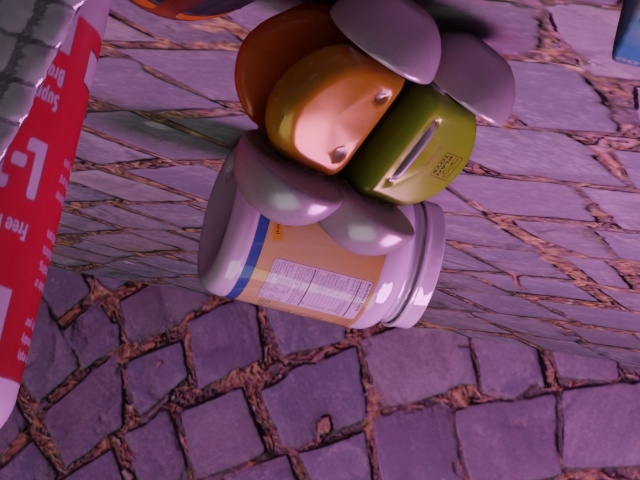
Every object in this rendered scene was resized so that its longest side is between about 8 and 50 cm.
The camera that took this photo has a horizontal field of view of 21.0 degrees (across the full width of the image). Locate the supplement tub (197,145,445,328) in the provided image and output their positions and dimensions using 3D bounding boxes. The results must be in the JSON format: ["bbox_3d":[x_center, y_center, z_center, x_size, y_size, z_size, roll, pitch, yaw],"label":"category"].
[{"bbox_3d":[0.000,0.000,1.589,0.200,0.144,0.144,14,171,-15],"label":"supplement tub"}]

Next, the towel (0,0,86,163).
[{"bbox_3d":[-0.208,-0.141,0.660,0.235,0.283,0.121,21,-167,-28],"label":"towel"}]

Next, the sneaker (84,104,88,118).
[{"bbox_3d":[-0.326,-0.126,1.390,0.276,0.097,0.135,10,173,21],"label":"sneaker"}]

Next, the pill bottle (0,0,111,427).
[{"bbox_3d":[-0.281,-0.008,1.079,0.229,0.407,0.229,11,171,2],"label":"pill bottle"}]

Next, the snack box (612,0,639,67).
[{"bbox_3d":[0.296,-0.085,0.742,0.322,0.060,0.187,14,175,5],"label":"snack box"}]

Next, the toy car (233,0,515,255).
[{"bbox_3d":[0.020,-0.089,1.112,0.182,0.159,0.136,21,-158,-46],"label":"toy car"}]

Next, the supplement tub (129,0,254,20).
[{"bbox_3d":[-0.048,-0.161,0.806,0.106,0.106,0.198,16,169,-24],"label":"supplement tub"}]
